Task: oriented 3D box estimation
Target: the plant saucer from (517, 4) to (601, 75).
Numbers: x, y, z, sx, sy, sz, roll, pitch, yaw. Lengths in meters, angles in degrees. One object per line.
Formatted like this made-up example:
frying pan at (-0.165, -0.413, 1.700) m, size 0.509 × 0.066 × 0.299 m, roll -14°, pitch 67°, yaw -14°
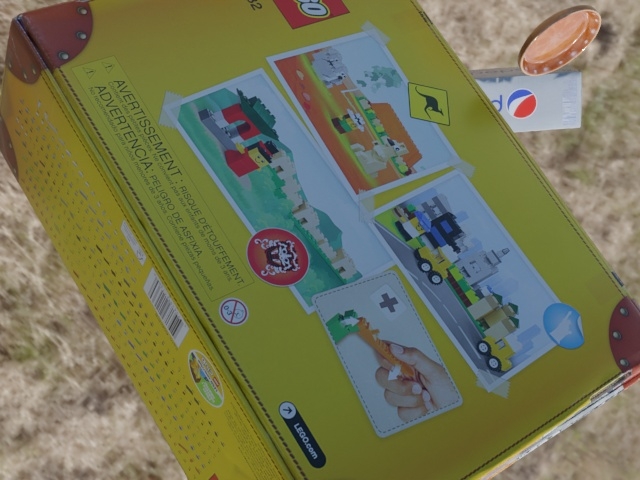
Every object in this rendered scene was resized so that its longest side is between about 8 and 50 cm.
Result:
plant saucer at (0.216, -0.184, 0.915) m, size 0.084 × 0.013 × 0.083 m, roll -23°, pitch 154°, yaw -12°

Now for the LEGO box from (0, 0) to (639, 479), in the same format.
LEGO box at (0.000, 0.000, 0.889) m, size 0.373 × 0.500 × 0.193 m, roll -24°, pitch 163°, yaw -32°

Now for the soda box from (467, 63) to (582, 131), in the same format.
soda box at (0.259, -0.220, 1.581) m, size 0.287 × 0.098 × 0.091 m, roll -4°, pitch 108°, yaw 1°
